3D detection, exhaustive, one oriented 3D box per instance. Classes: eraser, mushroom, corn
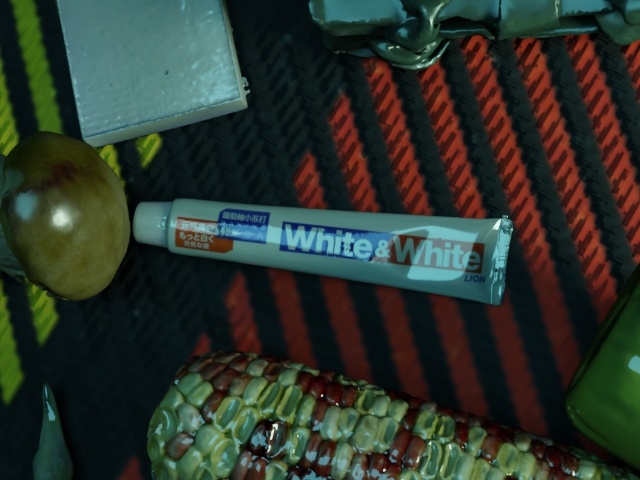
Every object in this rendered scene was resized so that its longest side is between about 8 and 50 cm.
[{"bbox_3d":[-0.108,-0.142,0.671,0.104,0.023,0.150,-14,81,7],"label":"eraser"},{"bbox_3d":[-0.282,-0.015,0.628,0.350,0.128,0.128,1,82,10],"label":"mushroom"},{"bbox_3d":[0.050,0.131,0.574,0.290,0.098,0.098,16,85,6],"label":"corn"}]

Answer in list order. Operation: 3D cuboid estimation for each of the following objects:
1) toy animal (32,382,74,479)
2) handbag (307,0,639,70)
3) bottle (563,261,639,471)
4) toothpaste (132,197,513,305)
[{"bbox_3d":[-0.148,0.157,0.600,0.219,0.095,0.155,-10,85,6],"label":"toy animal"},{"bbox_3d":[0.116,-0.233,0.625,0.247,0.079,0.260,-2,82,9],"label":"handbag"},{"bbox_3d":[0.257,0.108,0.537,0.260,0.112,0.112,30,87,11],"label":"bottle"},{"bbox_3d":[0.000,0.000,0.633,0.218,0.033,0.052,6,89,5],"label":"toothpaste"}]
